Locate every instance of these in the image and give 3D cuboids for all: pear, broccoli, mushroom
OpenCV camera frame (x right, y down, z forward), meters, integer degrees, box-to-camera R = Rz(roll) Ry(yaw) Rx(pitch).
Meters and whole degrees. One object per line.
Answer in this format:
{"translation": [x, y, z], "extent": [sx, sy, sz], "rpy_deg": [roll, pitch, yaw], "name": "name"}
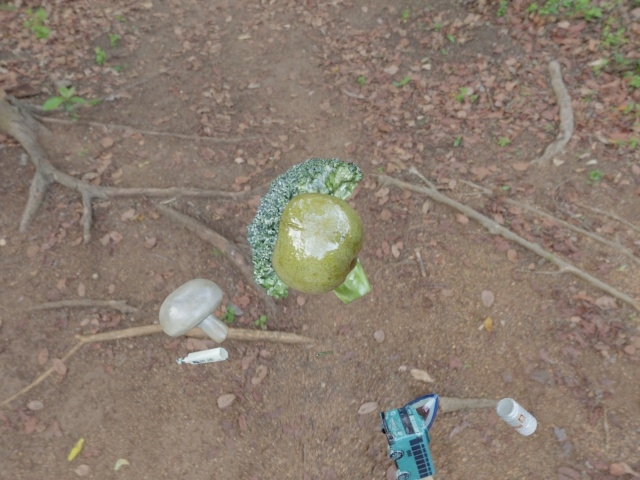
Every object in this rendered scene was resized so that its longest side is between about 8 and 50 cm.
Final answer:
{"translation": [-0.003, 0.005, 0.683], "extent": [0.137, 0.167, 0.167], "rpy_deg": [27, 60, 6], "name": "pear"}
{"translation": [0.015, -0.032, 1.085], "extent": [0.275, 0.397, 0.353], "rpy_deg": [39, 106, 53], "name": "broccoli"}
{"translation": [-0.374, 0.230, 1.320], "extent": [0.215, 0.207, 0.207], "rpy_deg": [47, 62, -12], "name": "mushroom"}

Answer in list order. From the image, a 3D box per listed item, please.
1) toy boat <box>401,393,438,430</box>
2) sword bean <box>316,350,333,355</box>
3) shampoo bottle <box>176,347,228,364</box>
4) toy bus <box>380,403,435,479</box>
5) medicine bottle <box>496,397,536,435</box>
{"translation": [0.224, 0.435, 1.028], "extent": [0.080, 0.228, 0.046], "rpy_deg": [41, 48, 22], "name": "toy boat"}
{"translation": [0.016, 0.388, 1.474], "extent": [0.083, 0.012, 0.012], "rpy_deg": [8, 41, -49], "name": "sword bean"}
{"translation": [-0.335, 0.327, 1.200], "extent": [0.141, 0.049, 0.034], "rpy_deg": [-13, 68, 11], "name": "shampoo bottle"}
{"translation": [0.182, 0.422, 0.889], "extent": [0.092, 0.160, 0.079], "rpy_deg": [-19, 29, 1], "name": "toy bus"}
{"translation": [0.498, 0.448, 1.088], "extent": [0.089, 0.057, 0.057], "rpy_deg": [39, 59, -14], "name": "medicine bottle"}
